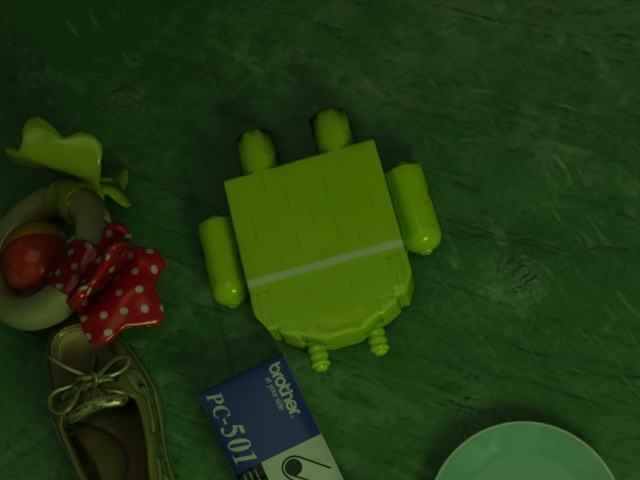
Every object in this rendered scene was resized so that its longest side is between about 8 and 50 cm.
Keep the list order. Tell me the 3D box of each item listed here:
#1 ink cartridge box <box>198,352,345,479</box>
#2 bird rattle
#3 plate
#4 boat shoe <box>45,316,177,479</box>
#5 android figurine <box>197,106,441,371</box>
[{"bbox_3d":[-0.035,0.225,1.530,0.097,0.046,0.207,-26,69,-2],"label":"ink cartridge box"},{"bbox_3d":[-0.262,0.014,1.599,0.207,0.143,0.253,-32,58,21],"label":"bird rattle"},{"bbox_3d":[0.197,0.268,1.492,0.188,0.024,0.188,-3,70,8],"label":"plate"},{"bbox_3d":[-0.205,0.195,1.542,0.105,0.089,0.285,-28,69,-1],"label":"boat shoe"},{"bbox_3d":[0.000,0.000,1.598,0.248,0.056,0.272,-17,69,2],"label":"android figurine"}]
